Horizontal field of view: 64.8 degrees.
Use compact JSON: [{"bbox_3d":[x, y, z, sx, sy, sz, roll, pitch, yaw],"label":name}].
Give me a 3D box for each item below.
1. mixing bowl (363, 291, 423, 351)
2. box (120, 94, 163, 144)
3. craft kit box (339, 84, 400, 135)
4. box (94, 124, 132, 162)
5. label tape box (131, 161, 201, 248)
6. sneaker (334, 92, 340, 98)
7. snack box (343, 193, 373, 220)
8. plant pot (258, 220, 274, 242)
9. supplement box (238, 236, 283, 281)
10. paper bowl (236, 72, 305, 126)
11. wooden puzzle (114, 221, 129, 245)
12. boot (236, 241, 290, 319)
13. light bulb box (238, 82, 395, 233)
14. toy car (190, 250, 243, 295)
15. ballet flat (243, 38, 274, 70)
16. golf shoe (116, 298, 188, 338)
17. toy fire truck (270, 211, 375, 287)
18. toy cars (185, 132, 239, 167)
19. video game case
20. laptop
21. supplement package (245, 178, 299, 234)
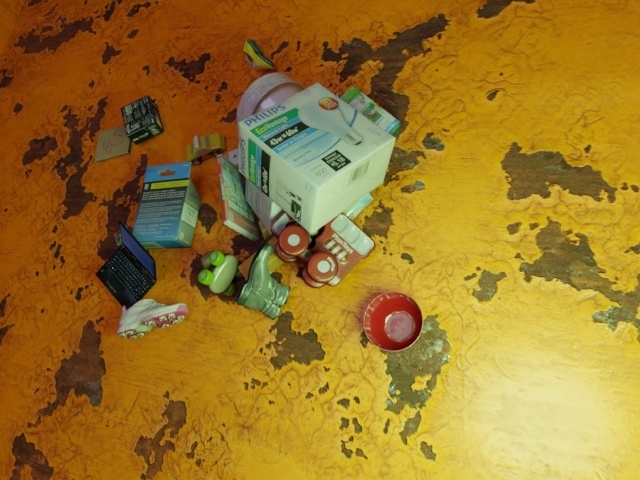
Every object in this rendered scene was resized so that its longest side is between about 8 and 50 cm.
[{"bbox_3d":[0.233,0.254,1.539,0.182,0.098,0.181,-8,69,21],"label":"mixing bowl"},{"bbox_3d":[-0.812,-0.548,2.293,0.147,0.077,0.180,-25,63,3],"label":"box"},{"bbox_3d":[0.119,-0.405,1.846,0.250,0.061,0.246,-46,71,2],"label":"craft kit box"},{"bbox_3d":[-0.970,-0.460,2.371,0.201,0.021,0.164,-9,67,19],"label":"box"},{"bbox_3d":[-0.617,-0.138,2.047,0.241,0.106,0.333,-2,70,24],"label":"label tape box"},{"bbox_3d":[0.063,-0.520,1.941,0.044,0.040,0.109,-19,64,18],"label":"sneaker"},{"bbox_3d":[0.018,-0.190,1.822,0.187,0.060,0.322,-45,60,4],"label":"snack box"},{"bbox_3d":[-0.182,-0.047,1.840,0.081,0.083,0.081,-28,63,11],"label":"plant pot"},{"bbox_3d":[-0.176,0.057,1.803,0.233,0.080,0.078,-40,62,6],"label":"supplement box"},{"bbox_3d":[-0.159,-0.462,1.873,0.284,0.284,0.148,-47,61,1],"label":"paper bowl"},{"bbox_3d":[-0.849,-0.022,2.156,0.078,0.014,0.116,-41,60,4],"label":"wooden puzzle"},{"bbox_3d":[-0.174,0.139,1.732,0.161,0.083,0.246,22,95,-12],"label":"boot"},{"bbox_3d":[-0.021,-0.277,1.633,0.361,0.225,0.358,41,58,21],"label":"light bulb box"},{"bbox_3d":[-0.399,0.098,1.847,0.188,0.155,0.148,22,80,38],"label":"toy car"},{"bbox_3d":[-0.272,-0.781,2.173,0.077,0.077,0.231,-51,55,23],"label":"ballet flat"},{"bbox_3d":[-0.639,0.270,1.902,0.306,0.115,0.140,-19,61,15],"label":"golf shoe"},{"bbox_3d":[0.000,0.000,1.671,0.302,0.169,0.254,43,75,3],"label":"toy fire truck"},{"bbox_3d":[-0.411,-0.357,2.054,0.394,0.087,0.176,22,81,28],"label":"toy cars"},{"bbox_3d":[-0.305,-0.155,1.864,0.025,0.204,0.285,-20,64,19],"label":"video game case"},{"bbox_3d":[-0.771,0.106,1.979,0.234,0.136,0.264,43,91,18],"label":"laptop"},{"bbox_3d":[-0.161,-0.153,1.786,0.139,0.133,0.244,-11,41,-25],"label":"supplement package"}]
